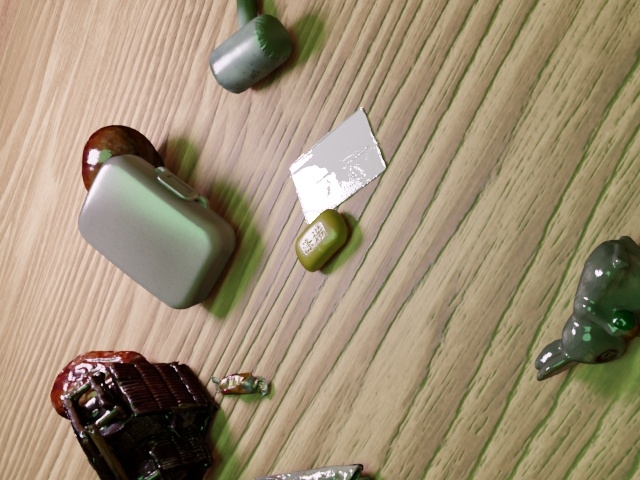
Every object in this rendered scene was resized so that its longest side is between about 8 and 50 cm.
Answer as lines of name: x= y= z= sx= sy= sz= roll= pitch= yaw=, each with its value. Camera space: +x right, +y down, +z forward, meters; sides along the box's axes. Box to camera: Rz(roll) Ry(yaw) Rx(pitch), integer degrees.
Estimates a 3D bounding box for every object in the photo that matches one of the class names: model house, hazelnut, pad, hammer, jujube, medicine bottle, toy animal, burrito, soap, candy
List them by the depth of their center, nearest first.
toy animal: x=0.397 y=0.110 z=0.890 sx=0.108 sy=0.138 sz=0.236 roll=17 pitch=126 yaw=5
burrito: x=-0.028 y=0.496 z=1.229 sx=0.309 sy=0.066 sz=0.096 roll=-25 pitch=66 yaw=35
soap: x=-0.001 y=0.000 z=1.285 sx=0.140 sy=0.045 sz=0.089 roll=-47 pitch=60 yaw=27
pad: x=0.029 y=-0.151 z=1.305 sx=0.232 sy=0.004 sz=0.156 roll=-36 pitch=61 yaw=33
candy: x=-0.189 y=0.323 z=1.411 sx=0.182 sy=0.046 sz=0.053 roll=-11 pitch=79 yaw=39
model house: x=-0.372 y=0.435 z=1.436 sx=0.282 sy=0.297 sz=0.317 roll=-32 pitch=46 yaw=-15
hammer: x=-0.173 y=-0.522 z=1.479 sx=0.206 sy=0.119 sz=0.335 roll=-24 pitch=62 yaw=36
medicine bottle: x=-0.396 y=-0.021 z=1.508 sx=0.375 sy=0.123 sz=0.282 roll=36 pitch=109 yaw=11
hazelnut: x=-0.516 y=-0.182 z=1.654 sx=0.218 sy=0.234 sz=0.218 roll=-14 pitch=44 yaw=14
jujube: x=-0.578 y=0.382 z=1.669 sx=0.290 sy=0.197 sz=0.197 roll=-21 pitch=70 yaw=23
